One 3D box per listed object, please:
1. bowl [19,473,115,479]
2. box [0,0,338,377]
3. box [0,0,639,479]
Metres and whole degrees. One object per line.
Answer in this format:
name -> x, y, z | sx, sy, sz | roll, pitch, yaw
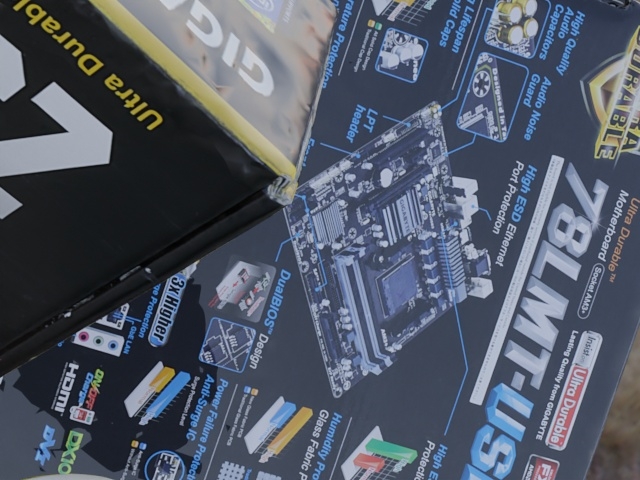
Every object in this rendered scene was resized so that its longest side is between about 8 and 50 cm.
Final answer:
bowl -> -0.027, 0.134, 0.358 | 0.170, 0.080, 0.170 | 27, 55, -47
box -> -0.195, -0.078, 0.370 | 0.322, 0.257, 0.079 | 43, 36, -25
box -> 0.000, 0.000, 0.682 | 0.293, 0.295, 0.073 | 17, 4, -12
